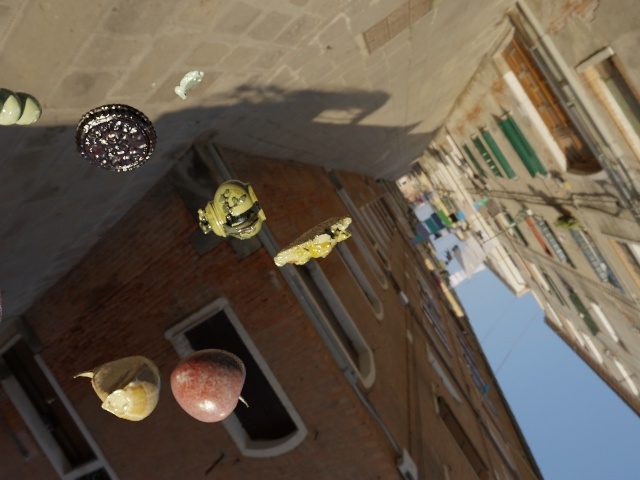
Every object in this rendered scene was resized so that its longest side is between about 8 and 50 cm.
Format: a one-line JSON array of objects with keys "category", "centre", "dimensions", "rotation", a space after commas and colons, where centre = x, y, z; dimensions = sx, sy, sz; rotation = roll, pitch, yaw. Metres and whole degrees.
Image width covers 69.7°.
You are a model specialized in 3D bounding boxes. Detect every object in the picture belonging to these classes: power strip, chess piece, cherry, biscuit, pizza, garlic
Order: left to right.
[{"category": "chess piece", "centre": [-0.896, -0.372, 1.275], "dimensions": [0.133, 0.133, 0.243], "rotation": [-32, 176, 22]}, {"category": "biscuit", "centre": [-0.512, -0.256, 1.160], "dimensions": [0.194, 0.053, 0.195], "rotation": [-14, 142, -11]}, {"category": "garlic", "centre": [-0.492, 0.362, 1.148], "dimensions": [0.164, 0.146, 0.244], "rotation": [6, 179, -45]}, {"category": "power strip", "centre": [-0.310, -0.370, 1.094], "dimensions": [0.083, 0.035, 0.055], "rotation": [-31, 180, 23]}, {"category": "cherry", "centre": [-0.361, 0.484, 1.555], "dimensions": [0.213, 0.285, 0.236], "rotation": [-57, -176, 21]}, {"category": "pizza", "centre": [0.000, 0.000, 1.543], "dimensions": [0.223, 0.090, 0.323], "rotation": [-15, -165, 45]}]

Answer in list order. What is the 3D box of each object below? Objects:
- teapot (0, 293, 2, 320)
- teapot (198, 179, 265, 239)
[{"category": "teapot", "centre": [-0.756, 0.159, 0.973], "dimensions": [0.163, 0.222, 0.178], "rotation": [-26, 150, -27]}, {"category": "teapot", "centre": [-0.259, -0.073, 1.317], "dimensions": [0.182, 0.173, 0.269], "rotation": [-24, -151, -6]}]
